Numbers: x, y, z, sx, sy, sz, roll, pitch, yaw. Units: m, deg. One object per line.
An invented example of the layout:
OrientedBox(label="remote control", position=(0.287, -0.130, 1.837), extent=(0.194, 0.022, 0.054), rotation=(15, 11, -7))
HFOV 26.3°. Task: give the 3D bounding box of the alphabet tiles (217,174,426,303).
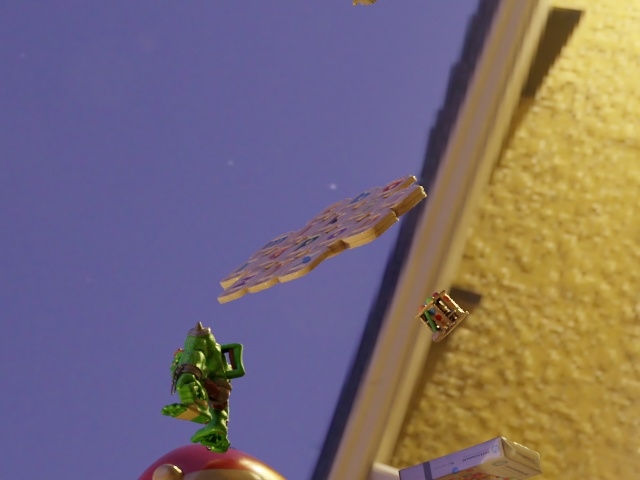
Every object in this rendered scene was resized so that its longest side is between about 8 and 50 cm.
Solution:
OrientedBox(label="alphabet tiles", position=(0.000, 0.000, 1.771), extent=(0.278, 0.284, 0.021), rotation=(-41, -75, -46))

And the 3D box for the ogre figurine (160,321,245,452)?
OrientedBox(label="ogre figurine", position=(-0.146, 0.188, 1.765), extent=(0.197, 0.097, 0.118), rotation=(44, -138, -46))

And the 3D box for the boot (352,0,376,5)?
OrientedBox(label="boot", position=(-0.011, -0.336, 1.674), extent=(0.165, 0.213, 0.077), rotation=(17, -108, -46))

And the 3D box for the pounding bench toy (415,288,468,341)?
OrientedBox(label="pounding bench toy", position=(0.192, 0.127, 2.275), extent=(0.052, 0.065, 0.083), rotation=(-50, -10, 33))

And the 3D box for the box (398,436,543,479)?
OrientedBox(label="box", position=(0.240, 0.369, 2.183), extent=(0.145, 0.186, 0.038), rotation=(31, -138, -52))

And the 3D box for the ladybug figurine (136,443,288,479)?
OrientedBox(label="ladybug figurine", position=(-0.136, 0.429, 1.962), extent=(0.449, 0.305, 0.162), rotation=(68, -171, -46))
